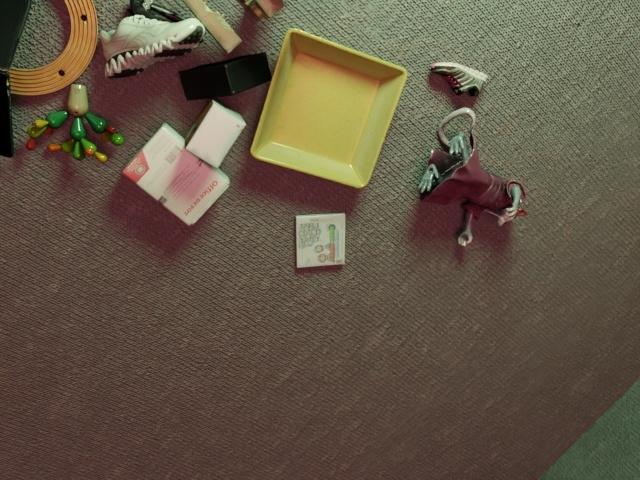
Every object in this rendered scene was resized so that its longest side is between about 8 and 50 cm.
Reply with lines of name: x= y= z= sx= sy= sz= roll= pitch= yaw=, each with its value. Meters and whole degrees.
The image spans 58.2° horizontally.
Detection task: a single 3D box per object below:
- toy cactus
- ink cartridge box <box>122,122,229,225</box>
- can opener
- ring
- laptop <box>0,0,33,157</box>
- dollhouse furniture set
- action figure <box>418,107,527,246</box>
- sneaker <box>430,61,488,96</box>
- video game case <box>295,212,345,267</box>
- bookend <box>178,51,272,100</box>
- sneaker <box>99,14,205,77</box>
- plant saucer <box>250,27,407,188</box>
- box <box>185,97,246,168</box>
toy cactus: x=-0.590 y=-0.282 z=1.381 sx=0.219 sy=0.112 sz=0.180 roll=4 pitch=100 yaw=-5
ink cartridge box: x=-0.364 y=-0.168 z=1.471 sx=0.158 sy=0.092 sz=0.218 roll=-45 pitch=111 yaw=7
can opener: x=-0.362 y=-0.523 z=1.362 sx=0.186 sy=0.073 sz=0.059 roll=14 pitch=68 yaw=-21
ring: x=-0.682 y=-0.502 z=1.305 sx=0.337 sy=0.032 sz=0.336 roll=-5 pitch=112 yaw=-11
laptop: x=-0.841 y=-0.449 z=1.264 sx=0.382 sy=0.236 sz=0.408 roll=16 pitch=139 yaw=-13
dollhouse furniture set: x=-0.176 y=-0.567 z=1.292 sx=0.242 sy=0.212 sz=0.161 roll=-41 pitch=114 yaw=3
action figure: x=0.447 y=-0.155 z=1.646 sx=0.370 sy=0.248 sz=0.275 roll=21 pitch=62 yaw=-32
sneaker: x=0.369 y=-0.431 z=1.549 sx=0.170 sy=0.063 sz=0.074 roll=10 pitch=102 yaw=-21
video game case: x=0.000 y=0.000 z=1.657 sx=0.143 sy=0.019 sz=0.157 roll=-4 pitch=112 yaw=-11
bookend: x=-0.232 y=-0.403 z=1.410 sx=0.157 sy=0.156 sz=0.072 roll=4 pitch=118 yaw=33
sneaker: x=-0.390 y=-0.456 z=1.294 sx=0.292 sy=0.110 sz=0.118 roll=-8 pitch=101 yaw=29
plant saucer: x=0.015 y=-0.337 z=1.498 sx=0.333 sy=0.081 sz=0.332 roll=14 pitch=108 yaw=-17
box: x=-0.261 y=-0.270 z=1.411 sx=0.091 sy=0.170 sz=0.130 roll=31 pitch=100 yaw=-21
